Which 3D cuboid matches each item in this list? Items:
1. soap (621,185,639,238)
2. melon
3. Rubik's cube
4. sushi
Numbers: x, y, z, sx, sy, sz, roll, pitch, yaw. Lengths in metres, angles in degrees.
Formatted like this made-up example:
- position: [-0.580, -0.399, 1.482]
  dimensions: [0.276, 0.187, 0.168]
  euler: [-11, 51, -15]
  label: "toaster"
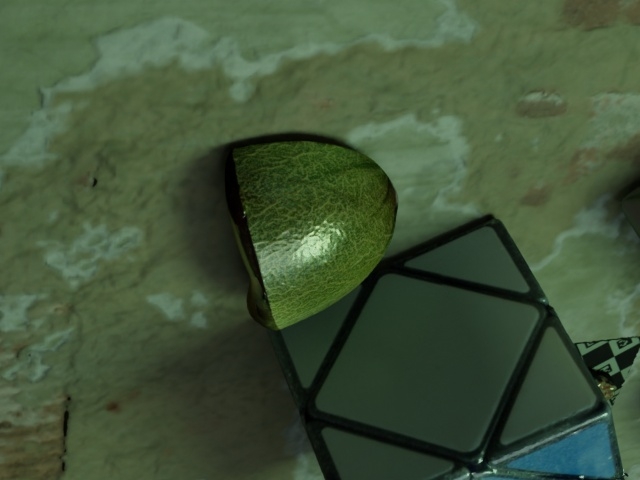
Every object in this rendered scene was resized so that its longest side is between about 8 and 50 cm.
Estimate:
- position: [0.368, 0.001, 1.150]
  dimensions: [0.182, 0.138, 0.199]
  euler: [-36, 138, 13]
  label: "soap"
- position: [0.000, 0.000, 1.018]
  dimensions: [0.128, 0.079, 0.160]
  euler: [-20, 138, -3]
  label: "melon"
- position: [0.101, 0.146, 1.119]
  dimensions: [0.205, 0.207, 0.205]
  euler: [-22, 137, -1]
  label: "Rubik's cube"
- position: [0.227, 0.143, 1.309]
  dimensions: [0.120, 0.026, 0.126]
  euler: [-5, 135, -22]
  label: "sushi"
